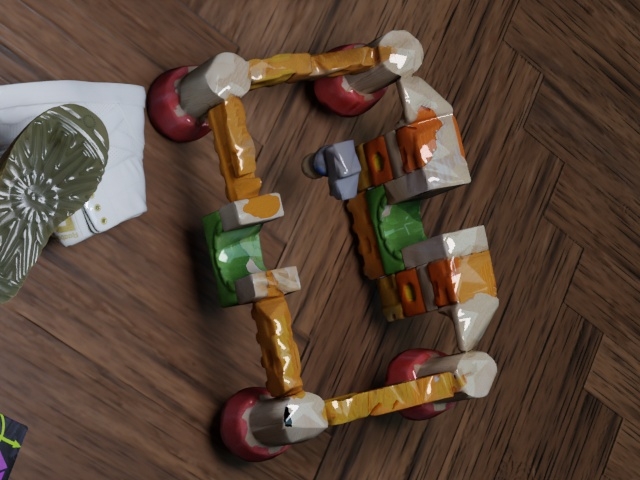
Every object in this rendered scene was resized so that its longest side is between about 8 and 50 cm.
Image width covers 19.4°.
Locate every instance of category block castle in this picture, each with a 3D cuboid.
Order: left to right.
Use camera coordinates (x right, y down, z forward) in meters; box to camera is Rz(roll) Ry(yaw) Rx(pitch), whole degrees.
[{"bbox_3d":[0.000,0.000,2.110,0.303,0.213,0.453,-11,86,-25],"label":"block castle"}]

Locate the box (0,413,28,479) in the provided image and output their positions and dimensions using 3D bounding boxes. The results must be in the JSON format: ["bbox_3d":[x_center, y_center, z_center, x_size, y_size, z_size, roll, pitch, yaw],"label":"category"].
[{"bbox_3d":[-0.388,0.212,1.906,0.162,0.029,0.116,29,69,-30],"label":"box"}]

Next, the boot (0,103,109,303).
[{"bbox_3d":[-0.344,-0.019,1.812,0.089,0.269,0.236,46,59,-22],"label":"boot"}]

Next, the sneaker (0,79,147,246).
[{"bbox_3d":[-0.278,-0.077,1.938,0.292,0.108,0.169,-4,89,-54],"label":"sneaker"}]
